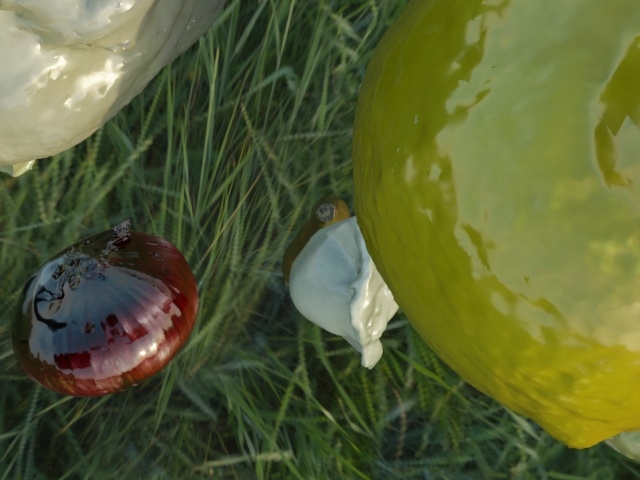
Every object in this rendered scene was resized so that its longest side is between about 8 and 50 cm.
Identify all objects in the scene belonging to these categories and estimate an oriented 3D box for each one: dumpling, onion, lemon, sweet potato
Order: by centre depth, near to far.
[{"bbox_3d":[0.125,-0.033,0.521,0.233,0.288,0.234,0,91,2],"label":"lemon"},{"bbox_3d":[0.032,0.056,1.246,0.124,0.229,0.151,-13,75,-7],"label":"dumpling"},{"bbox_3d":[0.000,0.000,1.596,0.075,0.273,0.075,5,67,-11],"label":"sweet potato"},{"bbox_3d":[-0.297,0.125,1.699,0.273,0.273,0.285,-15,128,-6],"label":"onion"}]

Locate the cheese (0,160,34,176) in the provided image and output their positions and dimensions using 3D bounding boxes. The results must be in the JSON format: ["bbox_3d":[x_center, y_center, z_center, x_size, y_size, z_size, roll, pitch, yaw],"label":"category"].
[{"bbox_3d":[-0.386,-0.157,1.174,0.251,0.127,0.054,35,76,-5],"label":"cheese"}]

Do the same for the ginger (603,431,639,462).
[{"bbox_3d":[0.294,0.093,1.042,0.130,0.221,0.276,-16,99,34],"label":"ginger"}]

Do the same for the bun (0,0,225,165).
[{"bbox_3d":[-0.141,-0.161,0.495,0.204,0.281,0.282,-13,89,2],"label":"bun"}]
